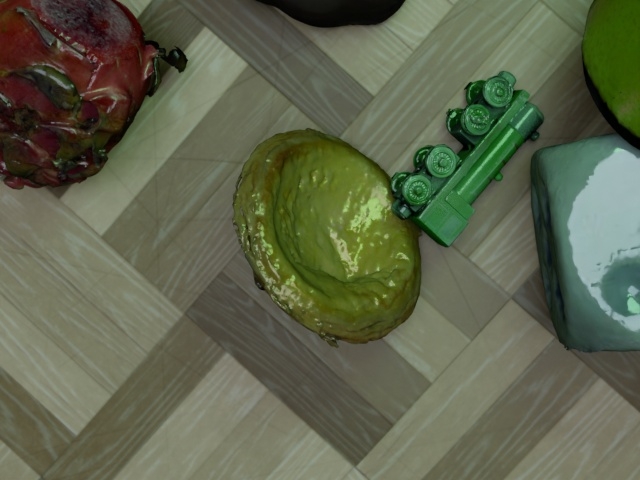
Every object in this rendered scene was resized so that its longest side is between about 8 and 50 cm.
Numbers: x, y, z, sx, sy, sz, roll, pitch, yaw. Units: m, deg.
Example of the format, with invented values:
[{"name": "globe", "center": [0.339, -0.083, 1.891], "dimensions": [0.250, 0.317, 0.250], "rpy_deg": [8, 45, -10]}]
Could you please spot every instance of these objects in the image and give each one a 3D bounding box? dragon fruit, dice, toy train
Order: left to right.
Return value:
[{"name": "dragon fruit", "center": [-0.361, -0.202, 1.342], "dimensions": [0.250, 0.269, 0.291], "rpy_deg": [34, 131, -4]}, {"name": "toy train", "center": [0.201, -0.113, 1.355], "dimensions": [0.119, 0.085, 0.251], "rpy_deg": [42, 86, -13]}, {"name": "dice", "center": [0.416, -0.010, 1.253], "dimensions": [0.268, 0.264, 0.262], "rpy_deg": [-8, 92, 7]}]

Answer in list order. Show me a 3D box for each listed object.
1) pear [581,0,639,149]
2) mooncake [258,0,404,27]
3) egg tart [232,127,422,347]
[{"name": "pear", "center": [0.491, -0.247, 1.078], "dimensions": [0.399, 0.165, 0.399], "rpy_deg": [-4, 61, 7]}, {"name": "mooncake", "center": [0.005, -0.429, 1.332], "dimensions": [0.306, 0.154, 0.306], "rpy_deg": [1, 95, 8]}, {"name": "egg tart", "center": [0.000, 0.000, 1.332], "dimensions": [0.120, 0.315, 0.315], "rpy_deg": [-32, 89, 45]}]
